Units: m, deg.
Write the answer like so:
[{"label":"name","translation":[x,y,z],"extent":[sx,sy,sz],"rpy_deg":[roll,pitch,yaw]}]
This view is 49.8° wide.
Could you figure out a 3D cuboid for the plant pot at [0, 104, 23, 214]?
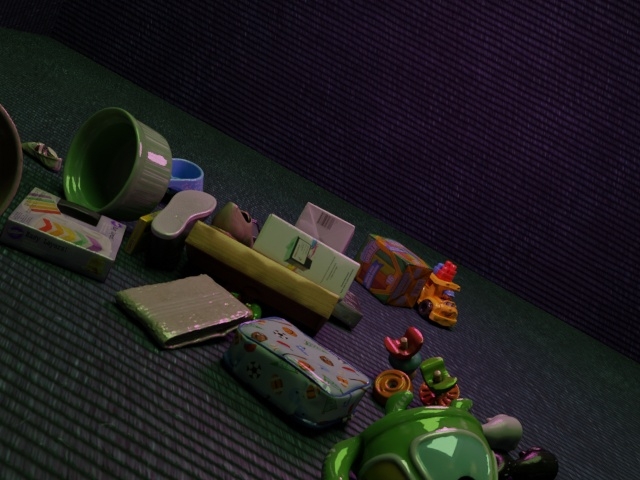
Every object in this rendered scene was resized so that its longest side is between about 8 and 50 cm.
[{"label":"plant pot","translation":[-0.824,-0.191,1.374],"extent":[0.305,0.334,0.333],"rpy_deg":[26,9,39]}]

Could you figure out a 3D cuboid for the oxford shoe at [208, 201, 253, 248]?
[{"label":"oxford shoe","translation":[-0.229,-0.014,2.026],"extent":[0.123,0.130,0.348],"rpy_deg":[26,-9,11]}]

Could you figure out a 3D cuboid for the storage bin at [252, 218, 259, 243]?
[{"label":"storage bin","translation":[-0.259,-0.028,2.265],"extent":[0.135,0.098,0.091],"rpy_deg":[19,27,-32]}]

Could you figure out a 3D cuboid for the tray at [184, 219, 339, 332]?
[{"label":"tray","translation":[-0.158,0.099,1.827],"extent":[0.411,0.076,0.203],"rpy_deg":[29,-19,2]}]

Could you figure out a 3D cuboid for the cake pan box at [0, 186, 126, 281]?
[{"label":"cake pan box","translation":[-0.596,-0.019,1.631],"extent":[0.245,0.070,0.267],"rpy_deg":[26,13,-16]}]

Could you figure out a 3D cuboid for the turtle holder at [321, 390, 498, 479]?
[{"label":"turtle holder","translation":[0.168,0.411,1.207],"extent":[0.320,0.243,0.227],"rpy_deg":[29,28,-36]}]

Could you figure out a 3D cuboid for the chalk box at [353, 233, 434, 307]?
[{"label":"chalk box","translation":[0.238,0.097,2.574],"extent":[0.179,0.180,0.289],"rpy_deg":[13,19,-47]}]

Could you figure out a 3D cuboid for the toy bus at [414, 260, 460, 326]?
[{"label":"toy bus","translation":[0.450,0.188,2.587],"extent":[0.149,0.211,0.220],"rpy_deg":[21,17,-31]}]

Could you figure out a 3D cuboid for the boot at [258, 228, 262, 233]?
[{"label":"boot","translation":[-0.190,-0.008,2.404],"extent":[0.121,0.045,0.099],"rpy_deg":[14,16,-22]}]

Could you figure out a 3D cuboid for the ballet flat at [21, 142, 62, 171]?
[{"label":"ballet flat","translation":[-0.834,-0.264,2.074],"extent":[0.168,0.052,0.057],"rpy_deg":[33,15,19]}]

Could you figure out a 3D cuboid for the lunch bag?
[{"label":"lunch bag","translation":[-0.043,0.286,1.505],"extent":[0.303,0.115,0.243],"rpy_deg":[33,13,24]}]

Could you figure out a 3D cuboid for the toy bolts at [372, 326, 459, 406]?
[{"label":"toy bolts","translation":[0.226,0.366,1.789],"extent":[0.218,0.158,0.228],"rpy_deg":[-17,40,-10]}]

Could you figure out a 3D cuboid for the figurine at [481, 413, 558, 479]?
[{"label":"figurine","translation":[0.439,0.508,1.694],"extent":[0.209,0.092,0.215],"rpy_deg":[14,19,-33]}]

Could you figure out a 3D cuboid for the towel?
[{"label":"towel","translation":[-0.302,0.155,1.557],"extent":[0.187,0.049,0.282],"rpy_deg":[35,24,29]}]

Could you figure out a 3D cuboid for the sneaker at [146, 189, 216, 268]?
[{"label":"sneaker","translation":[-0.381,-0.030,1.858],"extent":[0.104,0.147,0.296],"rpy_deg":[27,31,4]}]

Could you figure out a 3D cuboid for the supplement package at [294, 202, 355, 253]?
[{"label":"supplement package","translation":[0.000,0.000,2.321],"extent":[0.177,0.175,0.293],"rpy_deg":[28,-2,3]}]

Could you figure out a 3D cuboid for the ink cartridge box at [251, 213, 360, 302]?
[{"label":"ink cartridge box","translation":[-0.057,0.064,1.889],"extent":[0.278,0.117,0.201],"rpy_deg":[30,-18,-4]}]

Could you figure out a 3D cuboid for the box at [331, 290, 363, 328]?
[{"label":"box","translation":[0.018,0.157,2.100],"extent":[0.231,0.056,0.183],"rpy_deg":[35,10,-10]}]

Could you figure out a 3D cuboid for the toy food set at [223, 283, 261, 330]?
[{"label":"toy food set","translation":[-0.202,0.154,1.750],"extent":[0.128,0.071,0.218],"rpy_deg":[25,14,-12]}]

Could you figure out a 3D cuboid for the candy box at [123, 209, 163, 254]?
[{"label":"candy box","translation":[-0.453,-0.028,1.852],"extent":[0.027,0.105,0.206],"rpy_deg":[33,15,3]}]

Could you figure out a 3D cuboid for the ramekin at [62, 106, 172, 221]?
[{"label":"ramekin","translation":[-0.550,-0.196,1.893],"extent":[0.303,0.303,0.148],"rpy_deg":[38,9,35]}]

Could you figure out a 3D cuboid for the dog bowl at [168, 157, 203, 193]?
[{"label":"dog bowl","translation":[-0.518,-0.208,2.276],"extent":[0.297,0.074,0.166],"rpy_deg":[-4,39,-40]}]
